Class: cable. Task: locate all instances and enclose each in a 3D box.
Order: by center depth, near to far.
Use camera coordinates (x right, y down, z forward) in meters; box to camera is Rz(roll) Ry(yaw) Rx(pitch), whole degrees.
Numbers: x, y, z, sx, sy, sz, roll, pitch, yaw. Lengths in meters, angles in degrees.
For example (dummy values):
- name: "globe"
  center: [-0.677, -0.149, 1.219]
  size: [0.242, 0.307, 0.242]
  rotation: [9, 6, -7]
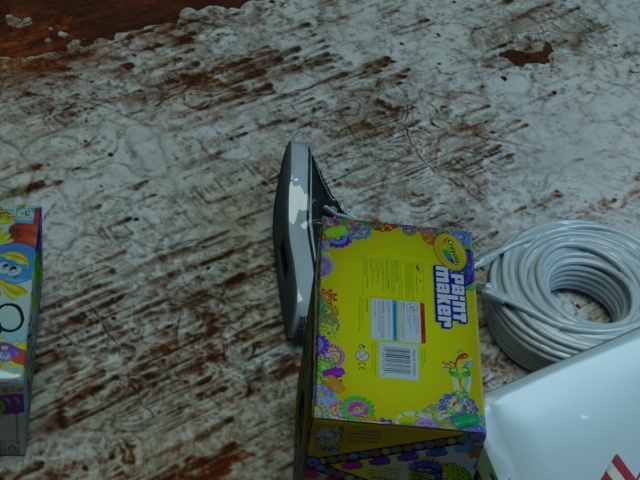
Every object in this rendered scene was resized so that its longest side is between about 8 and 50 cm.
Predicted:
- name: "cable"
  center: [0.342, 0.081, 1.858]
  size: [0.257, 0.089, 0.257]
  rotation: [-30, 57, -34]

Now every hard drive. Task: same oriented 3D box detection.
- name: "hard drive"
  center: [0.324, 0.233, 1.667]
  size: [0.307, 0.040, 0.203]
  rotation: [-19, 83, -26]

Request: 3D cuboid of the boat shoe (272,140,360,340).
- name: "boat shoe"
  center: [0.001, -0.002, 1.871]
  size: [0.105, 0.113, 0.306]
  rotation: [5, 46, -14]

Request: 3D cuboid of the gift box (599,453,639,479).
- name: "gift box"
  center: [0.358, 0.386, 1.426]
  size: [0.255, 0.258, 0.276]
  rotation: [23, 47, 13]

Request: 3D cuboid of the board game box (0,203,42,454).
- name: "board game box"
  center: [-0.407, 0.099, 1.674]
  size: [0.142, 0.144, 0.275]
  rotation: [3, 45, -7]

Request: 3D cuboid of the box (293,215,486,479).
- name: "box"
  center: [0.066, 0.177, 1.575]
  size: [0.177, 0.279, 0.290]
  rotation: [6, 45, -3]
